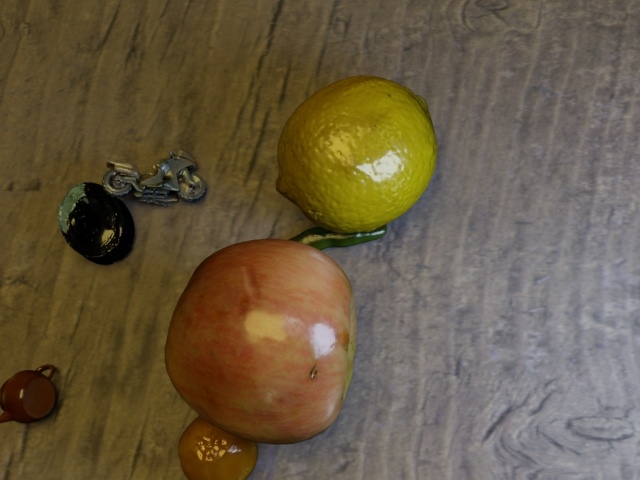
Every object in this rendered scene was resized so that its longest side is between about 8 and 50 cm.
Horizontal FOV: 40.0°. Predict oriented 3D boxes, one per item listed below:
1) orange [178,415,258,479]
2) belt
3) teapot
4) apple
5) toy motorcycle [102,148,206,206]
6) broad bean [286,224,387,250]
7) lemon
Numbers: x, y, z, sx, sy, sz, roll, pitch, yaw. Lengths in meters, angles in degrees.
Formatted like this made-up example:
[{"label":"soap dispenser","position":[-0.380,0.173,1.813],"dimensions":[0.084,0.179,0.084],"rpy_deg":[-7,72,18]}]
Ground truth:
[{"label":"orange","position":[-0.202,0.410,1.713],"dimensions":[0.159,0.136,0.159],"rpy_deg":[-2,70,6]},{"label":"belt","position":[-0.506,-0.039,1.975],"dimensions":[0.151,0.078,0.198],"rpy_deg":[-34,68,1]},{"label":"teapot","position":[-0.623,0.324,1.847],"dimensions":[0.116,0.116,0.173],"rpy_deg":[17,46,16]},{"label":"apple","position":[-0.105,0.182,1.655],"dimensions":[0.346,0.391,0.392],"rpy_deg":[9,71,9]},{"label":"toy motorcycle","position":[-0.372,-0.149,1.977],"dimensions":[0.229,0.094,0.130],"rpy_deg":[3,68,-13]},{"label":"broad bean","position":[0.000,-0.001,1.888],"dimensions":[0.297,0.043,0.060],"rpy_deg":[-14,78,5]},{"label":"lemon","position":[0.076,-0.174,1.800],"dimensions":[0.336,0.336,0.336],"rpy_deg":[-3,68,9]}]
